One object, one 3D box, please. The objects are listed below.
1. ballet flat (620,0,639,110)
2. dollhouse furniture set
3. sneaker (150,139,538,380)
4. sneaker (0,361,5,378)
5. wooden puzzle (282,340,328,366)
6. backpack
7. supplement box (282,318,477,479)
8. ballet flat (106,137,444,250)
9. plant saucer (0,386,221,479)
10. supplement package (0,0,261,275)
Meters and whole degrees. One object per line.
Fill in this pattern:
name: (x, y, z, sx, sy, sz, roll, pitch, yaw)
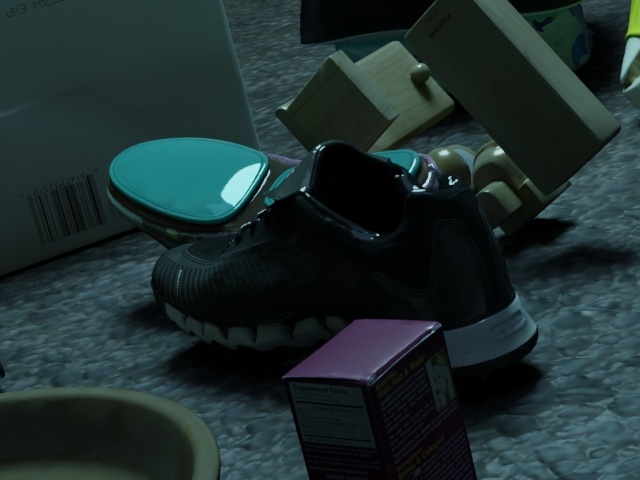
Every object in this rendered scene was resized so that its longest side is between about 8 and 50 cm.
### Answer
ballet flat: (0.224, -0.108, 1.151, 0.077, 0.077, 0.231, -50, 15, 1)
dollhouse furniture set: (0.093, -0.084, 1.062, 0.123, 0.144, 0.151, -34, -10, -48)
sneaker: (0.000, 0.000, 0.915, 0.234, 0.106, 0.078, 5, 26, 45)
sneaker: (-0.263, 0.056, 1.024, 0.121, 0.099, 0.262, -33, 18, -23)
wooden puzzle: (0.011, 0.048, 0.950, 0.049, 0.006, 0.083, -7, 19, 21)
backpack: (0.096, -0.213, 1.365, 0.225, 0.191, 0.253, -8, 26, 10)
supplement box: (0.025, 0.079, 0.724, 0.043, 0.083, 0.055, 0, 22, 37)
ballet flat: (-0.021, -0.010, 1.032, 0.221, 0.079, 0.077, 2, 43, 35)
plant saucer: (-0.171, 0.136, 0.773, 0.278, 0.041, 0.278, -13, 19, 5)
supplement package: (-0.198, -0.102, 1.237, 0.262, 0.204, 0.145, -20, 21, -17)
